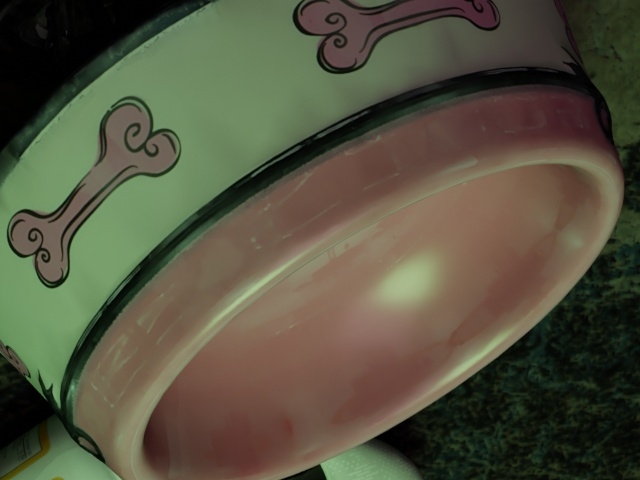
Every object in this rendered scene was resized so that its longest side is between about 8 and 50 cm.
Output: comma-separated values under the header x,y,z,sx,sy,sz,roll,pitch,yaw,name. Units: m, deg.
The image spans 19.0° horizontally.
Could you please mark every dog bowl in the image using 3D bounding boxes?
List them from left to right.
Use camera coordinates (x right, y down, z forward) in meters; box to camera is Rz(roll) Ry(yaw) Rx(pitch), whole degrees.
x,y,z,sx,sy,sz,roll,pitch,yaw,name
0.000,0.000,1.128,0.408,0.150,0.408,-26,156,-13,dog bowl

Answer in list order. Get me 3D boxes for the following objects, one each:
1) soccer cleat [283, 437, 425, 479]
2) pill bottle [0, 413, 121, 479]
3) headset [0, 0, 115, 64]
x,y,z,sx,sy,sz,roll,pitch,yaw,name
-0.065,0.259,1.426,0.143,0.116,0.331,42,101,-17,soccer cleat
-0.185,0.190,1.326,0.208,0.117,0.117,-35,125,6,pill bottle
-0.290,-0.044,1.161,0.394,0.185,0.243,-32,130,23,headset
